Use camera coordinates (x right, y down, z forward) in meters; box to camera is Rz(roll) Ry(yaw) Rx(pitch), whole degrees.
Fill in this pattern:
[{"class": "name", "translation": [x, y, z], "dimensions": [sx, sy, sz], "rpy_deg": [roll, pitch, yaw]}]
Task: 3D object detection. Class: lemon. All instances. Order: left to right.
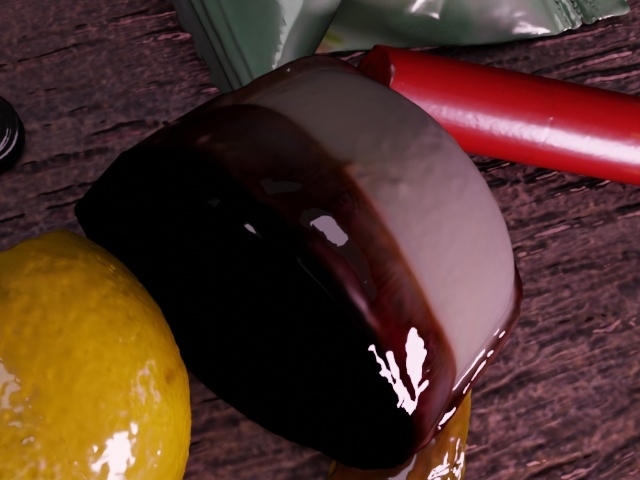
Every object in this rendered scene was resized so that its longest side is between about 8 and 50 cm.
[{"class": "lemon", "translation": [-0.191, 0.127, 0.707], "dimensions": [0.240, 0.240, 0.219], "rpy_deg": [-29, 92, -14]}]

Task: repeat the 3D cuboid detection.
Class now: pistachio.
[{"class": "pistachio", "translation": [0.068, 0.142, 0.816], "dimensions": [0.090, 0.049, 0.173], "rpy_deg": [28, 70, 6]}]

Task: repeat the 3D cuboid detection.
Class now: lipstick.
[{"class": "lipstick", "translation": [0.160, -0.091, 0.861], "dimensions": [0.280, 0.073, 0.073], "rpy_deg": [8, 68, -22]}]

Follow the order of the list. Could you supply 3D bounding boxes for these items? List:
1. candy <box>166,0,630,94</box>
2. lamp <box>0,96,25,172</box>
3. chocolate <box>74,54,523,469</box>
[{"class": "candy", "translation": [0.052, -0.255, 0.929], "dimensions": [0.398, 0.172, 0.262], "rpy_deg": [-17, 82, -32]}, {"class": "lamp", "translation": [-0.403, -0.038, 0.815], "dimensions": [0.371, 0.108, 0.130], "rpy_deg": [-12, 70, -9]}, {"class": "chocolate", "translation": [0.000, 0.000, 0.757], "dimensions": [0.284, 0.283, 0.186], "rpy_deg": [36, 63, 9]}]
